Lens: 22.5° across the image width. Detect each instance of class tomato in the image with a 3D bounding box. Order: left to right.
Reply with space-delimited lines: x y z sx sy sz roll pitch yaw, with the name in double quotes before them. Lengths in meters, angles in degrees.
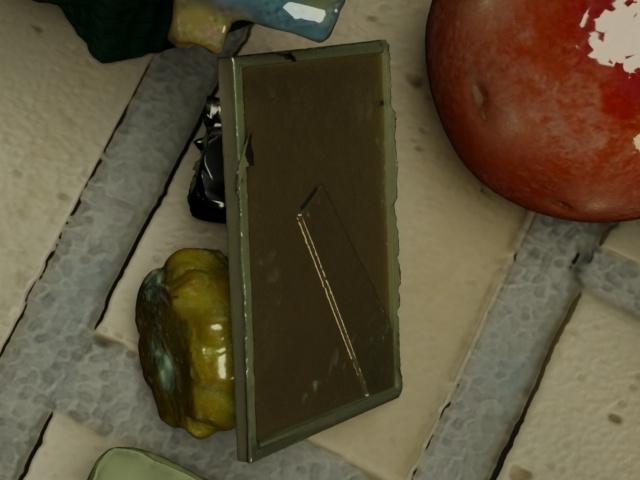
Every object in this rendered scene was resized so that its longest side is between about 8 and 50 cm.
"tomato" 0.217 -0.141 1.206 0.265 0.265 0.265 2 81 -10

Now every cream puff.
"cream puff" -0.068 0.072 1.185 0.116 0.146 0.146 -11 83 -30

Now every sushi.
"sushi" -0.071 -0.056 1.222 0.056 0.085 0.083 11 79 -7

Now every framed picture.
"framed picture" 0.000 0.000 1.153 0.019 0.209 0.281 4 100 34

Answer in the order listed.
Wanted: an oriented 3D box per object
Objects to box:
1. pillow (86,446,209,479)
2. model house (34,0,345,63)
"pillow" -0.098 0.332 1.140 0.255 0.120 0.322 21 81 -3
"model house" -0.122 -0.292 1.099 0.335 0.382 0.342 18 77 -6
